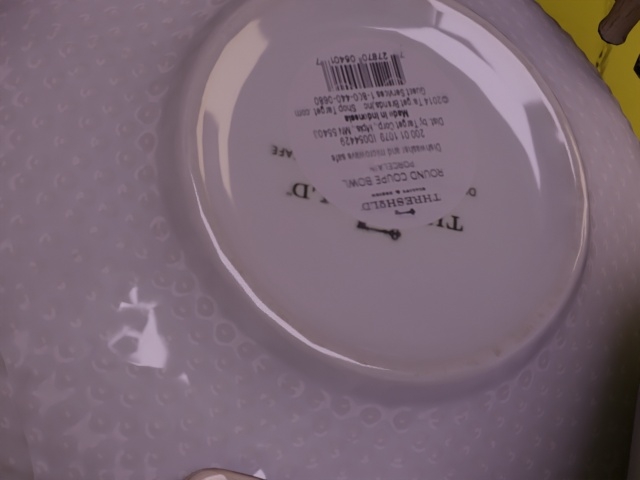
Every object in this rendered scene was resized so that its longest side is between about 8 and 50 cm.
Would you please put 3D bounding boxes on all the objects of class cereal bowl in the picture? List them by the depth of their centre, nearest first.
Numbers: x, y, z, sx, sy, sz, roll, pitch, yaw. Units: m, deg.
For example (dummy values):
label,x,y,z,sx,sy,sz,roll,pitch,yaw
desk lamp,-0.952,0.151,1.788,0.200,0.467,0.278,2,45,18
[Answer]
label,x,y,z,sx,sy,sz,roll,pitch,yaw
cereal bowl,0.000,0.000,0.617,0.339,0.141,0.338,8,67,-19

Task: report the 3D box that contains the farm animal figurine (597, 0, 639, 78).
label,x,y,z,sx,sy,sz,roll,pitch,yaw
farm animal figurine,0.119,-0.265,0.703,0.330,0.172,0.327,38,40,3

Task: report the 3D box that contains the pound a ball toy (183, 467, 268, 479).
label,x,y,z,sx,sy,sz,roll,pitch,yaw
pound a ball toy,-0.012,0.244,0.426,0.136,0.208,0.319,20,87,-15

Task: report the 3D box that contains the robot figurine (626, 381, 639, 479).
label,x,y,z,sx,sy,sz,roll,pitch,yaw
robot figurine,0.191,0.098,0.480,0.200,0.300,0.353,25,38,-2
